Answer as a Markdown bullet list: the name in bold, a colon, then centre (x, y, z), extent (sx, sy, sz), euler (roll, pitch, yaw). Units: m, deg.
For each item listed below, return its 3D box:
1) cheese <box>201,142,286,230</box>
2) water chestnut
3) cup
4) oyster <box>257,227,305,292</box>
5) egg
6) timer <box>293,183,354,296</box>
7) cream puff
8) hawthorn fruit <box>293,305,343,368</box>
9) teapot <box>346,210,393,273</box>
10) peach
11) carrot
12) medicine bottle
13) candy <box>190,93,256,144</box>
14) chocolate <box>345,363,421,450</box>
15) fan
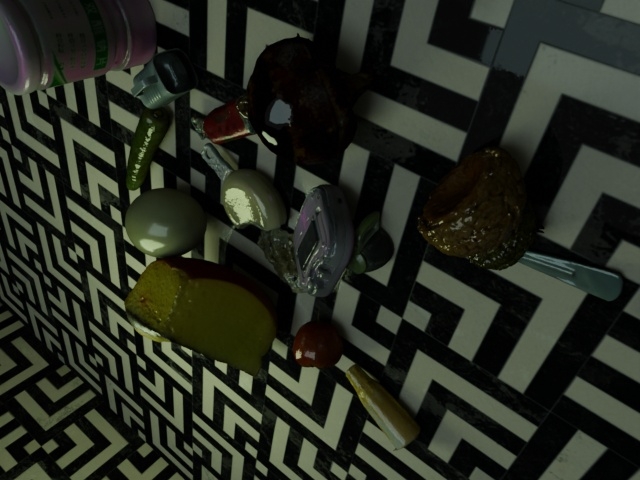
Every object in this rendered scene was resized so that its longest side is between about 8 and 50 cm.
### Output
- **cheese**: centre (-0.179, -0.128, 1.227), extent (0.163, 0.070, 0.249), euler (-19, 101, 47)
- **water chestnut**: centre (-0.019, -0.244, 0.934), extent (0.224, 0.238, 0.224), euler (61, 178, 3)
- **cup**: centre (-0.365, -0.358, 1.206), extent (0.129, 0.128, 0.095), euler (-12, 109, 48)
- **oyster**: centre (-0.081, 0.053, 1.255), extent (0.209, 0.072, 0.133), euler (49, 135, 9)
- **egg**: centre (-0.403, -0.045, 1.394), extent (0.241, 0.186, 0.186), euler (8, 120, 36)
- **timer**: centre (0.000, 0.000, 1.084), extent (0.209, 0.069, 0.191), euler (117, 150, -43)
- **cream puff**: centre (0.270, -0.033, 0.835), extent (0.169, 0.183, 0.183), euler (38, 139, -13)
- **hawthorn fruit**: centre (-0.011, 0.248, 1.277), extent (0.125, 0.125, 0.140), euler (4, 120, 40)
- **teapot**: centre (0.082, 0.012, 1.064), extent (0.092, 0.090, 0.124), euler (-2, 115, 41)
- **peach**: centre (-0.304, 0.176, 1.383), extent (0.380, 0.243, 0.306), euler (23, 172, -15)
- **carrot**: centre (-0.476, -0.235, 1.431), extent (0.074, 0.074, 0.358), euler (51, 141, 4)
- **medicine bottle**: centre (-0.550, -0.457, 1.163), extent (0.211, 0.325, 0.212), euler (21, 127, 31)
- **candy**: centre (-0.191, -0.262, 1.160), extent (0.292, 0.059, 0.086), euler (-4, 114, 44)
- **chocolate**: centre (0.143, 0.386, 1.266), extent (0.219, 0.085, 0.086), euler (51, 138, 10)
- **fan**: centre (0.351, 0.034, 0.890), extent (0.281, 0.023, 0.057), euler (21, 136, 32)
